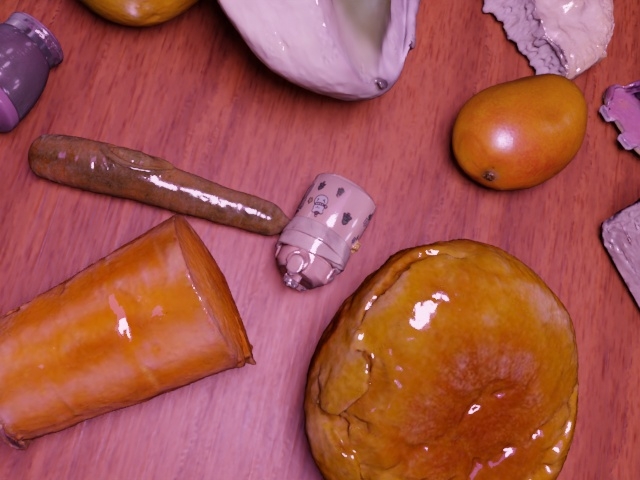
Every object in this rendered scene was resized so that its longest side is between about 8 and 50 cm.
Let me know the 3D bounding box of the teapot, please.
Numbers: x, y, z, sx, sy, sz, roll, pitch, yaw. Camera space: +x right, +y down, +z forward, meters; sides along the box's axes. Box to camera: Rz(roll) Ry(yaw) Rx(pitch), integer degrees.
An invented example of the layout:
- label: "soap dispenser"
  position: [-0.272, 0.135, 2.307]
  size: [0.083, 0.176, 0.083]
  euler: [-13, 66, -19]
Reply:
- label: "teapot"
  position: [-0.401, -0.215, 0.791]
  size: [0.116, 0.148, 0.146]
  euler: [52, 57, -32]

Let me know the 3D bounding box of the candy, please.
- label: "candy"
  position: [-0.015, -0.393, 0.798]
  size: [0.386, 0.186, 0.427]
  euler: [50, 44, -36]

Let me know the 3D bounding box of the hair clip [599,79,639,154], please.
- label: "hair clip"
  position: [0.504, -0.175, 0.942]
  size: [0.146, 0.056, 0.187]
  euler: [-18, 60, -17]

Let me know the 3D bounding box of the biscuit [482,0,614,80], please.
- label: "biscuit"
  position: [0.343, -0.384, 0.957]
  size: [0.179, 0.084, 0.281]
  euler: [-32, 83, -15]

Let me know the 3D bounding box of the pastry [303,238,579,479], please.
- label: "pastry"
  position: [0.146, 0.173, 0.719]
  size: [0.356, 0.164, 0.356]
  euler: [-1, 95, -13]

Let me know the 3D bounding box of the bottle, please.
- label: "bottle"
  position: [-0.001, -0.001, 0.800]
  size: [0.099, 0.099, 0.152]
  euler: [29, 76, -2]

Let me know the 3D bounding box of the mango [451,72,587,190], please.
- label: "mango"
  position: [0.283, -0.151, 0.871]
  size: [0.221, 0.120, 0.151]
  euler: [-21, 79, -22]

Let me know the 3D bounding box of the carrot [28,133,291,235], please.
- label: "carrot"
  position: [-0.193, -0.069, 0.800]
  size: [0.342, 0.070, 0.070]
  euler: [15, 74, -7]

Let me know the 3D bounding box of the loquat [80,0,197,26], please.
- label: "loquat"
  position: [-0.218, -0.377, 0.806]
  size: [0.246, 0.213, 0.213]
  euler: [19, 74, -17]

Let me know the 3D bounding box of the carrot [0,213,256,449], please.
- label: "carrot"
  position: [-0.228, 0.107, 0.711]
  size: [0.254, 0.196, 0.196]
  euler: [-25, 82, -3]

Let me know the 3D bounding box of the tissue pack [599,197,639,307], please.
- label: "tissue pack"
  position: [0.593, -0.025, 0.852]
  size: [0.370, 0.198, 0.210]
  euler: [-24, 83, -13]
